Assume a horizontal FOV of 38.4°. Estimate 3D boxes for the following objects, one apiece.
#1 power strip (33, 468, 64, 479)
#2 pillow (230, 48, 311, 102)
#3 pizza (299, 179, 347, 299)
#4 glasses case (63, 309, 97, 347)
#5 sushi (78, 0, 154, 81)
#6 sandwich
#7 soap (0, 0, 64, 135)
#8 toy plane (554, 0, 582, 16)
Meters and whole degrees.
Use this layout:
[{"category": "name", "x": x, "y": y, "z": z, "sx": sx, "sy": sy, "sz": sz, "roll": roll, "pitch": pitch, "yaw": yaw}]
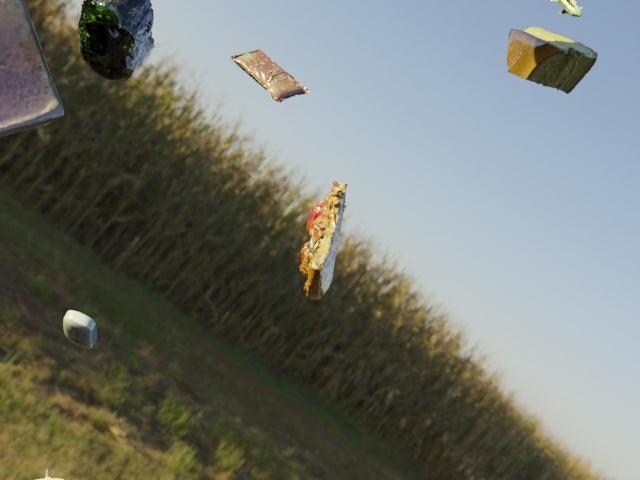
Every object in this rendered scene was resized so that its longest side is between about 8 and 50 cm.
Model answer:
[{"category": "power strip", "x": -0.523, "y": 0.539, "z": 1.776, "sx": 0.060, "sy": 0.027, "sz": 0.253, "roll": 3, "pitch": 37, "yaw": -21}, {"category": "pillow", "x": -0.124, "y": -0.400, "z": 2.244, "sx": 0.185, "sy": 0.118, "sz": 0.043, "roll": 43, "pitch": -46, "yaw": 18}, {"category": "pizza", "x": 0.000, "y": 0.000, "z": 1.456, "sx": 0.053, "sy": 0.193, "sz": 0.201, "roll": 12, "pitch": -18, "yaw": 6}, {"category": "glasses case", "x": -0.530, "y": 0.198, "z": 2.031, "sx": 0.067, "sy": 0.045, "sz": 0.178, "roll": 25, "pitch": -24, "yaw": -2}, {"category": "sushi", "x": -0.403, "y": -0.407, "z": 1.797, "sx": 0.124, "sy": 0.127, "sz": 0.225, "roll": 25, "pitch": -29, "yaw": 2}, {"category": "sandwich", "x": 0.403, "y": -0.326, "z": 1.654, "sx": 0.094, "sy": 0.096, "sz": 0.258, "roll": 10, "pitch": 18, "yaw": -10}, {"category": "soap", "x": -0.658, "y": -0.330, "z": 1.716, "sx": 0.107, "sy": 0.285, "sz": 0.296, "roll": -10, "pitch": -80, "yaw": 47}, {"category": "toy plane", "x": 0.509, "y": -0.488, "z": 1.894, "sx": 0.083, "sy": 0.033, "sz": 0.080, "roll": 45, "pitch": -9, "yaw": 26}]
